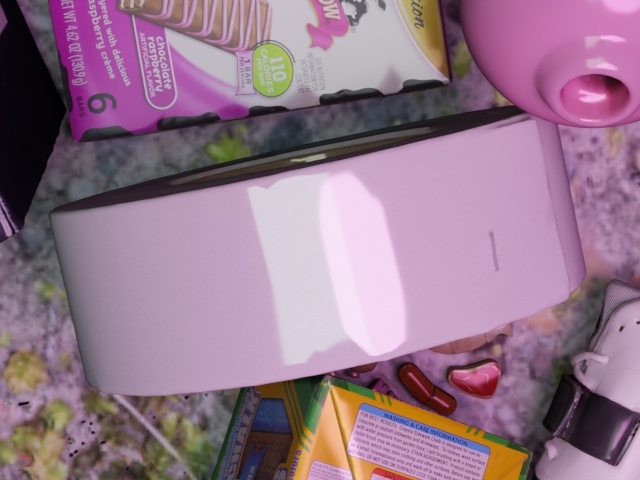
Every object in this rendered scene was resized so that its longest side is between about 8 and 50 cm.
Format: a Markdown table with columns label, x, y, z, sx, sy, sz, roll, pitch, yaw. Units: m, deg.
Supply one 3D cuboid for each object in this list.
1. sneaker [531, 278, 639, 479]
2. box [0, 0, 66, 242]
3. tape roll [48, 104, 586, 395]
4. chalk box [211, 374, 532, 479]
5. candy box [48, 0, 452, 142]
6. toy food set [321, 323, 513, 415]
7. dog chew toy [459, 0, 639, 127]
| label | x | y | z | sx | sy | sz | roll | pitch | yaw |
| --- | --- | --- | --- | --- | --- | --- | --- | --- | --- |
| sneaker | 0.192 | 0.107 | 0.978 | 0.330 | 0.122 | 0.146 | -38 | 74 | 9 |
| box | -0.391 | -0.106 | 0.909 | 0.395 | 0.212 | 0.294 | -19 | 113 | 8 |
| tape roll | 0.000 | 0.000 | 0.885 | 0.286 | 0.286 | 0.100 | -11 | 95 | 6 |
| chalk box | 0.009 | 0.158 | 0.945 | 0.132 | 0.213 | 0.132 | 20 | 81 | -16 |
| candy box | -0.045 | -0.154 | 0.978 | 0.233 | 0.071 | 0.159 | -9 | 95 | 6 |
| toy food set | 0.061 | 0.082 | 1.024 | 0.122 | 0.019 | 0.078 | -2 | 97 | -2 |
| dog chew toy | 0.141 | -0.196 | 0.831 | 0.206 | 0.207 | 0.332 | 5 | 53 | 4 |
